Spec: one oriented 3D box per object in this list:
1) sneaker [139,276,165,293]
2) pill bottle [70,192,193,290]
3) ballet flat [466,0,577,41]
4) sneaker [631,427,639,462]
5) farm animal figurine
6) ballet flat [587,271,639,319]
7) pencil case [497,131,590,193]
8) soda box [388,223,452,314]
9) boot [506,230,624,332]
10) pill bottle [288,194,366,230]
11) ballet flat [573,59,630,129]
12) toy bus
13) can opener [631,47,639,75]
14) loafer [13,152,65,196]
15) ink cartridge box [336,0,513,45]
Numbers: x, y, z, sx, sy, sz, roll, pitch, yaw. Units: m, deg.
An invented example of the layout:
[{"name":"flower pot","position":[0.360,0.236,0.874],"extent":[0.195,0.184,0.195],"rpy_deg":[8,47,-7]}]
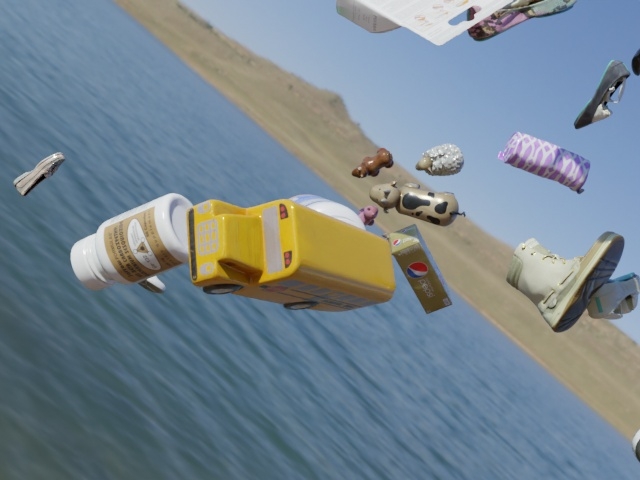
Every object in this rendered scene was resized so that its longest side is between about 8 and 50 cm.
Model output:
[{"name":"sneaker","position":[-0.395,0.056,1.784],"extent":[0.152,0.061,0.054],"rpy_deg":[43,-33,-12]},{"name":"pill bottle","position":[-0.341,0.010,1.499],"extent":[0.131,0.229,0.131],"rpy_deg":[51,27,-39]},{"name":"ballet flat","position":[0.346,-0.409,1.384],"extent":[0.077,0.222,0.079],"rpy_deg":[47,-24,54]},{"name":"sneaker","position":[0.539,0.200,1.145],"extent":[0.123,0.296,0.178],"rpy_deg":[63,-2,-20]},{"name":"farm animal figurine","position":[0.211,-0.079,2.099],"extent":[0.327,0.330,0.172],"rpy_deg":[-2,5,13]},{"name":"ballet flat","position":[0.576,0.114,1.587],"extent":[0.086,0.086,0.248],"rpy_deg":[42,26,28]},{"name":"pencil case","position":[0.532,-0.185,1.909],"extent":[0.206,0.086,0.088],"rpy_deg":[23,-20,-5]},{"name":"soda box","position":[0.196,0.057,1.579],"extent":[0.061,0.058,0.181],"rpy_deg":[-94,157,-53]},{"name":"boot","position":[0.441,0.039,1.482],"extent":[0.077,0.213,0.165],"rpy_deg":[5,33,-38]},{"name":"pill bottle","position":[0.000,0.000,1.476],"extent":[0.152,0.152,0.272],"rpy_deg":[39,-2,-16]},{"name":"ballet flat","position":[0.709,-0.350,2.024],"extent":[0.074,0.203,0.074],"rpy_deg":[16,35,-11]},{"name":"toy bus","position":[-0.032,0.024,1.095],"extent":[0.333,0.130,0.108],"rpy_deg":[19,62,-56]},{"name":"can opener","position":[0.666,-0.396,1.611],"extent":[0.059,0.073,0.186],"rpy_deg":[31,-13,24]},{"name":"loafer","position":[-0.599,-0.140,1.742],"extent":[0.039,0.125,0.045],"rpy_deg":[57,2,13]},{"name":"ink cartridge box","position":[0.165,-0.380,1.307],"extent":[0.225,0.181,0.056],"rpy_deg":[40,-28,28]}]
